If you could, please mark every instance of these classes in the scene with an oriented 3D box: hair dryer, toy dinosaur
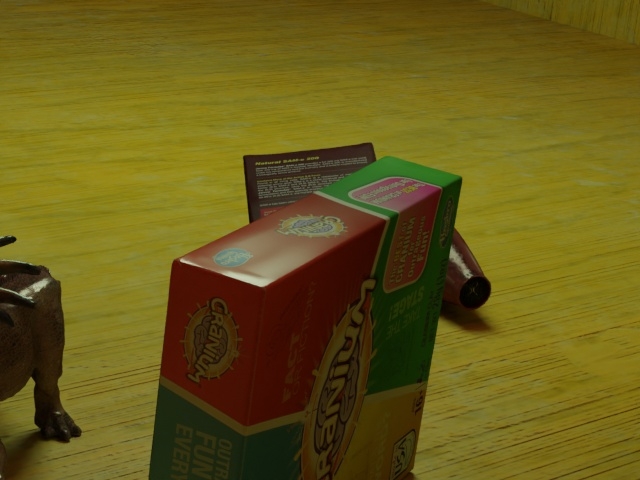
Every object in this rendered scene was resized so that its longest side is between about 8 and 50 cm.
[{"bbox_3d":[0.035,0.022,1.735,0.294,0.080,0.223,9,33,25],"label":"hair dryer"},{"bbox_3d":[-0.239,0.065,1.252,0.127,0.200,0.295,10,18,11],"label":"toy dinosaur"}]

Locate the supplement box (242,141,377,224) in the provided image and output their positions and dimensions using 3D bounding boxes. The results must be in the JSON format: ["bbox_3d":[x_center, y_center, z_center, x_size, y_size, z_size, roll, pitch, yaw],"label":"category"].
[{"bbox_3d":[0.000,0.000,1.631,0.130,0.073,0.239,-6,33,-2],"label":"supplement box"}]

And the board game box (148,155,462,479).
[{"bbox_3d":[-0.008,0.093,1.179,0.064,0.242,0.316,16,21,22],"label":"board game box"}]
